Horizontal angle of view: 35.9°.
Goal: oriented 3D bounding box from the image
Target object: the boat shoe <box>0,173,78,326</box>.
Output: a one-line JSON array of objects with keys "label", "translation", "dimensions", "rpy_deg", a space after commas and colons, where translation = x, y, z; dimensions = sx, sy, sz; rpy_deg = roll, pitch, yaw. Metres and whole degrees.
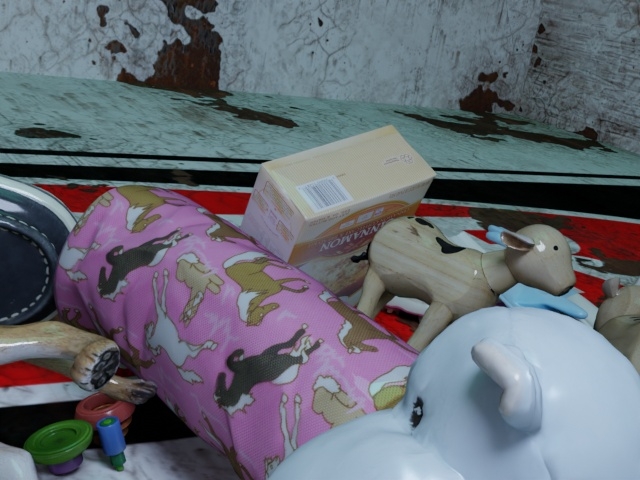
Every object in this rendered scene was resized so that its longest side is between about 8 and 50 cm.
[{"label": "boat shoe", "translation": [-0.424, 0.045, 0.735], "dimensions": [0.500, 0.186, 0.156], "rpy_deg": [-3, 25, -23]}]

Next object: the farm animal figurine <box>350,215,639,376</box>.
[{"label": "farm animal figurine", "translation": [0.204, 0.085, 0.732], "dimensions": [0.330, 0.172, 0.327], "rpy_deg": [30, 0, -16]}]

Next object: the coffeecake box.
[{"label": "coffeecake box", "translation": [0.000, 0.000, 0.872], "dimensions": [0.142, 0.185, 0.068], "rpy_deg": [-21, 60, -34]}]

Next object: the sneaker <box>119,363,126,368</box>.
[{"label": "sneaker", "translation": [-0.092, 0.093, 0.944], "dimensions": [0.229, 0.087, 0.092], "rpy_deg": [1, 26, -8]}]

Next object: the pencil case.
[{"label": "pencil case", "translation": [-0.049, 0.094, 0.725], "dimensions": [0.160, 0.167, 0.386], "rpy_deg": [16, 14, -48]}]

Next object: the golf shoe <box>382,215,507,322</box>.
[{"label": "golf shoe", "translation": [0.093, 0.010, 1.221], "dimensions": [0.306, 0.140, 0.115], "rpy_deg": [19, 17, 26]}]

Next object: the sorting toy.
[{"label": "sorting toy", "translation": [-0.175, 0.154, 0.755], "dimensions": [0.061, 0.042, 0.102], "rpy_deg": [1, 22, 30]}]

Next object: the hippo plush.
[{"label": "hippo plush", "translation": [0.103, 0.147, 0.383], "dimensions": [0.294, 0.236, 0.234], "rpy_deg": [-32, 4, 5]}]

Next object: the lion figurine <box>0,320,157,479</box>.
[{"label": "lion figurine", "translation": [-0.299, 0.123, 0.548], "dimensions": [0.240, 0.142, 0.392], "rpy_deg": [19, 24, 26]}]

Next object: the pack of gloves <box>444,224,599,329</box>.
[{"label": "pack of gloves", "translation": [0.272, 0.049, 1.190], "dimensions": [0.232, 0.046, 0.195], "rpy_deg": [44, 29, 21]}]
